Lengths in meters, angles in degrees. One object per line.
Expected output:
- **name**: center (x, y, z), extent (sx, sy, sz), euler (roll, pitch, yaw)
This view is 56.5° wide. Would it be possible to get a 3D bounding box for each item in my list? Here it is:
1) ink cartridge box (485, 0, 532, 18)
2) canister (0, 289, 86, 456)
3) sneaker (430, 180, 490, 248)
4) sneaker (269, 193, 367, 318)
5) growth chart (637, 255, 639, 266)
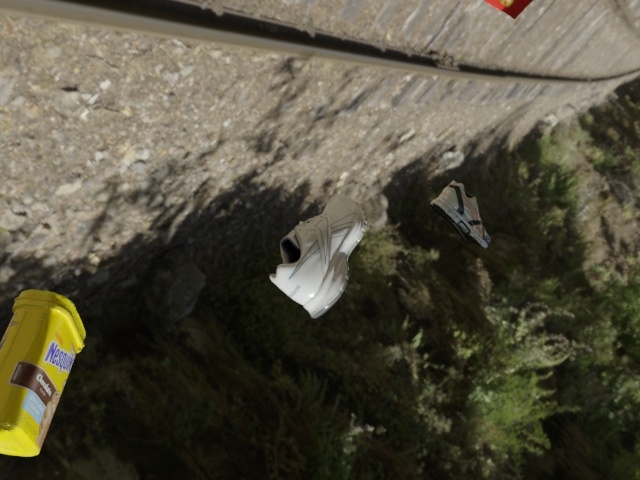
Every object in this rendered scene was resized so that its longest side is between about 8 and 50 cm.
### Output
- **ink cartridge box**: center (0.179, -0.357, 0.759), extent (0.056, 0.224, 0.181), euler (-59, -176, -5)
- **canister**: center (-0.363, 0.167, 0.745), extent (0.126, 0.073, 0.170), euler (99, -3, -52)
- **sneaker**: center (0.174, -0.028, 0.695), extent (0.109, 0.040, 0.044), euler (39, 86, -39)
- **sneaker**: center (0.000, 0.000, 1.103), extent (0.111, 0.129, 0.297), euler (-47, -164, 39)
- **growth chart**: center (0.439, -0.055, 0.601), extent (0.237, 0.021, 0.172), euler (-46, -179, 1)
